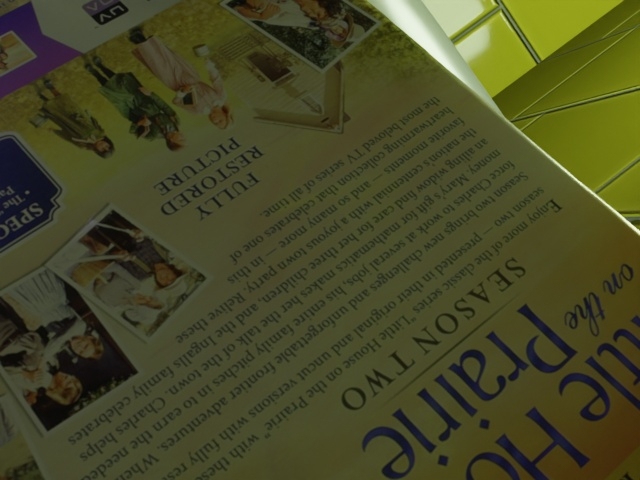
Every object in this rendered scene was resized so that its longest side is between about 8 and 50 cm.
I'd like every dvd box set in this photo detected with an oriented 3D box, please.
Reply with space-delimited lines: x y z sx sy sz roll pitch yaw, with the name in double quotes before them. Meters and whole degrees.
"dvd box set" -0.062 0.005 0.456 0.307 0.420 0.062 -37 -23 -23

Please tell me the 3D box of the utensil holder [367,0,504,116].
"utensil holder" 0.000 0.000 0.758 0.327 0.385 0.327 -35 8 6
